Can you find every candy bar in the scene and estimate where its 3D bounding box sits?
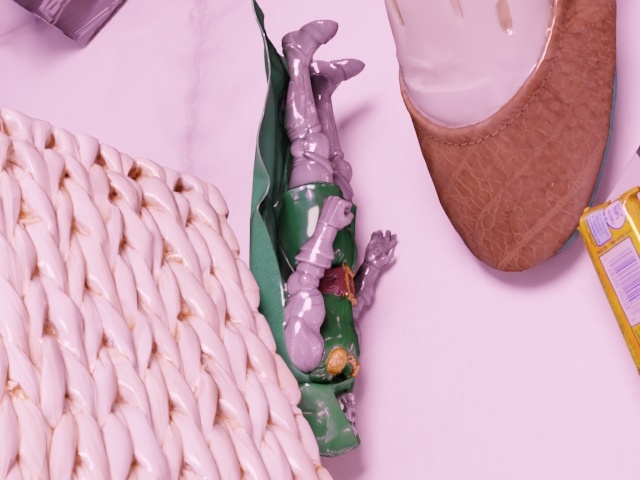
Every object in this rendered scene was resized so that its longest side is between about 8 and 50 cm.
[{"bbox_3d":[0.153,0.050,0.482,0.040,0.018,0.161,-41,58,43],"label":"candy bar"}]

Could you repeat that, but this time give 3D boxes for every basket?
[{"bbox_3d":[-0.186,0.139,0.497,0.331,0.267,0.328,-50,46,29],"label":"basket"}]

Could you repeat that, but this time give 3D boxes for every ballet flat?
[{"bbox_3d":[0.090,-0.161,0.556,0.116,0.124,0.342,5,80,41],"label":"ballet flat"}]

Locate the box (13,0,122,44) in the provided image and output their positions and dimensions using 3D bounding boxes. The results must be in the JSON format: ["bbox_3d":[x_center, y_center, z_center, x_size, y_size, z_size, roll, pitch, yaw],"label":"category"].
[{"bbox_3d":[-0.194,-0.393,0.940,0.318,0.097,0.395,-47,49,12],"label":"box"}]

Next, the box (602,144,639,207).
[{"bbox_3d":[0.181,-0.033,0.487,0.081,0.028,0.136,51,124,41],"label":"box"}]

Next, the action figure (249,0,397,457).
[{"bbox_3d":[0.000,0.000,0.596,0.064,0.137,0.232,-8,71,20],"label":"action figure"}]
